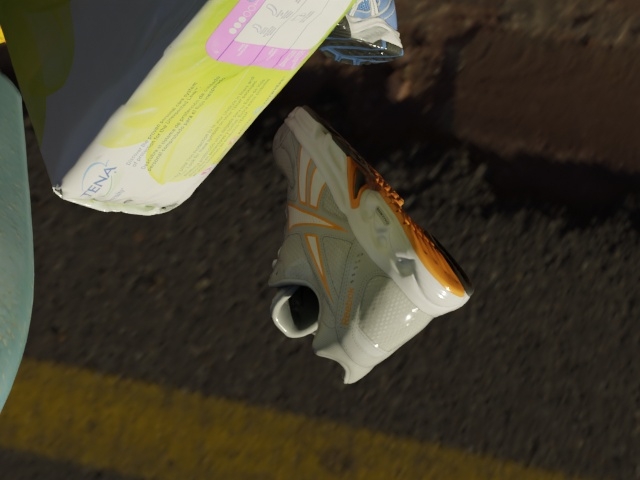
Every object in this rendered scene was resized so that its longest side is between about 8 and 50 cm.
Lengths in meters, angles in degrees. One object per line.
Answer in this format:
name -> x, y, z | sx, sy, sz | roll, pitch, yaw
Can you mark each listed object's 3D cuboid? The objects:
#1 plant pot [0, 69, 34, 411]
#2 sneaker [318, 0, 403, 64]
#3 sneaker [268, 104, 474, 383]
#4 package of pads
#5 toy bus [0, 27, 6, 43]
plant pot -> -0.250, 0.027, 0.709 | 0.247, 0.252, 0.248 | -40, 130, 12
sneaker -> 0.003, -0.216, 1.799 | 0.080, 0.211, 0.081 | -6, 79, 27
sneaker -> 0.000, 0.000, 1.384 | 0.121, 0.262, 0.099 | -44, 121, 6
package of pads -> -0.080, -0.182, 1.200 | 0.296, 0.101, 0.229 | -46, 51, 35
toy bus -> -0.269, -0.233, 1.914 | 0.211, 0.220, 0.149 | 25, 95, -8
